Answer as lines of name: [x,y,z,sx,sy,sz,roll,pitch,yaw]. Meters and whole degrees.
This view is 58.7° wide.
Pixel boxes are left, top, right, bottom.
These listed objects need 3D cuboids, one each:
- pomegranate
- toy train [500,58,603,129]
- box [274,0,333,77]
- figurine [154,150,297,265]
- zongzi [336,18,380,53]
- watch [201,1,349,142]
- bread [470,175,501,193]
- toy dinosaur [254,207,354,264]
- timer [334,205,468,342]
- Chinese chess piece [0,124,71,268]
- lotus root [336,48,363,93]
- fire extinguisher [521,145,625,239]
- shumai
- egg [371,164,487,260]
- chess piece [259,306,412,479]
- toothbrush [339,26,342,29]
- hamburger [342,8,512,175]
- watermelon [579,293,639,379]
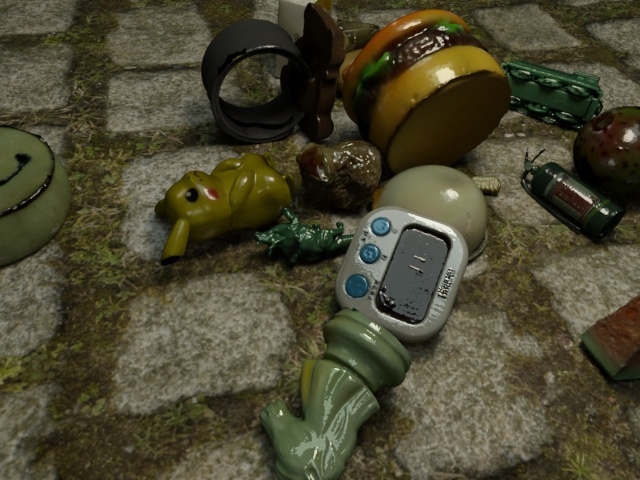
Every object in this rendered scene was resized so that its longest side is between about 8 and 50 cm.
pomegranate: [0.812,-0.219,1.476,0.306,0.242,0.242,18,45,-17]
toy train: [0.694,-0.458,1.737,0.330,0.138,0.178,24,40,19]
box: [-0.048,-0.638,1.723,0.111,0.260,0.194,19,49,12]
figurine: [-0.224,-0.088,1.265,0.327,0.169,0.218,-16,35,-23]
zongzi: [0.123,-0.653,1.886,0.160,0.078,0.176,1,56,0]
watch: [-0.136,-0.435,1.479,0.327,0.335,0.314,-5,48,-24]
bread: [0.422,-0.143,1.474,0.088,0.033,0.049,0,62,-1]
toy dinosaur: [-0.006,-0.016,1.276,0.292,0.079,0.120,-11,66,-21]
timer: [0.165,0.069,1.167,0.237,0.087,0.262,21,74,11]
Chinese chess piece: [-0.729,-0.100,1.230,0.350,0.146,0.349,3,47,-3]
lotus root: [0.155,-0.515,1.719,0.303,0.130,0.146,-10,51,-16]
fire extinguisher: [0.612,-0.126,1.441,0.093,0.118,0.294,6,34,-52]
shumai: [0.029,-0.173,1.327,0.206,0.176,0.166,-12,67,26]
egg: [0.266,-0.097,1.320,0.264,0.174,0.286,-13,47,-22]
chess piece: [0.014,0.279,0.980,0.176,0.175,0.298,29,64,19]
toothbrush: [0.017,-0.701,1.905,0.162,0.014,0.017,9,64,46]
hamburger: [0.256,-0.368,1.427,0.396,0.395,0.277,-18,63,-21]
watermelon: [0.660,0.144,1.087,0.193,0.256,0.139,-8,49,-23]
